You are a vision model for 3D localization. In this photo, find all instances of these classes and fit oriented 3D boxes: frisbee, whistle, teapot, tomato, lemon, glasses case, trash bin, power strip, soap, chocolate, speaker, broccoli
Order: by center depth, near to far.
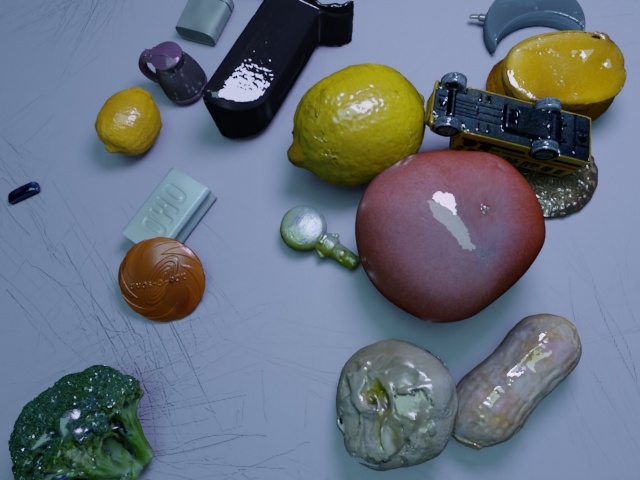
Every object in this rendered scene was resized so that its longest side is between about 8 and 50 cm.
[{"bbox_3d":[0.356,0.255,0.861,0.309,0.134,0.134,-43,73,-5],"label":"chocolate"},{"bbox_3d":[0.236,-0.023,0.876,0.342,0.273,0.340,0,86,-2],"label":"tomato"},{"bbox_3d":[-0.458,0.380,0.904,0.295,0.265,0.245,-37,107,2],"label":"broccoli"},{"bbox_3d":[0.076,-0.240,0.993,0.320,0.245,0.245,-22,72,-4],"label":"lemon"},{"bbox_3d":[-0.350,0.088,1.018,0.192,0.035,0.191,0,98,1],"label":"frisbee"},{"bbox_3d":[0.000,0.000,1.033,0.198,0.057,0.104,34,75,8],"label":"whistle"},{"bbox_3d":[-0.350,-0.060,1.087,0.119,0.066,0.198,32,80,14],"label":"soap"},{"bbox_3d":[-0.092,-0.412,1.106,0.184,0.180,0.388,28,78,9],"label":"speaker"},{"bbox_3d":[0.492,-0.536,1.126,0.254,0.054,0.167,-5,70,6],"label":"power strip"},{"bbox_3d":[-0.461,-0.289,1.134,0.143,0.142,0.186,13,71,11],"label":"lemon"},{"bbox_3d":[-0.367,-0.430,1.159,0.148,0.146,0.116,40,82,17],"label":"teapot"},{"bbox_3d":[-0.755,-0.123,1.182,0.083,0.023,0.033,-25,73,-1],"label":"glasses case"},{"bbox_3d":[-0.308,-0.599,1.249,0.116,0.059,0.129,18,78,13],"label":"trash bin"}]

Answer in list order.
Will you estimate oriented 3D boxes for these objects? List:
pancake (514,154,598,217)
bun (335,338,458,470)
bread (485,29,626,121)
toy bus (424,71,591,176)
[{"bbox_3d":[0.503,-0.141,1.020,0.200,0.021,0.199,-2,73,7],"label":"pancake"},{"bbox_3d":[0.123,0.295,0.850,0.239,0.141,0.238,-17,61,33],"label":"bun"},{"bbox_3d":[0.508,-0.345,1.017,0.270,0.142,0.195,-1,82,4],"label":"bread"},{"bbox_3d":[0.375,-0.227,0.951,0.336,0.123,0.121,12,75,-5],"label":"toy bus"}]
